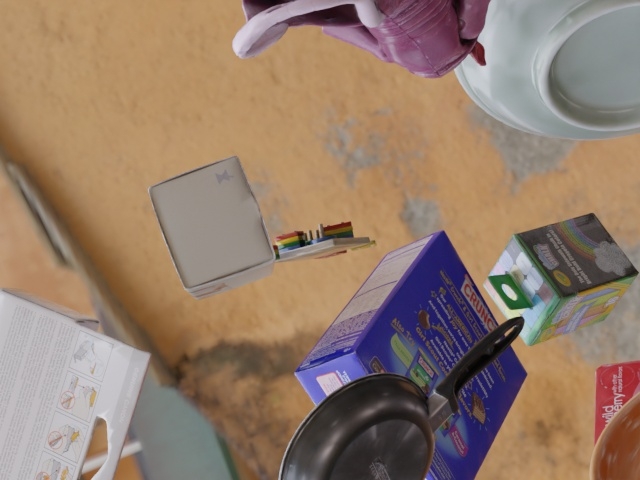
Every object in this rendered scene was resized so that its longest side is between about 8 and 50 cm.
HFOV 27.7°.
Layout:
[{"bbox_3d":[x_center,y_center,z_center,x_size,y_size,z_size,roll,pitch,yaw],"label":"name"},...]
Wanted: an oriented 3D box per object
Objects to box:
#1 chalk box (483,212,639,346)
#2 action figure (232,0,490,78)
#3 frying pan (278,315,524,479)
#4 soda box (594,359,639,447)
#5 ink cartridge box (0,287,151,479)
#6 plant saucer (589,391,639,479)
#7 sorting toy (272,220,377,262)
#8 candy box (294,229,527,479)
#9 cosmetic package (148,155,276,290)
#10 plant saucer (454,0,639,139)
[{"bbox_3d":[0.347,0.064,1.980,0.132,0.213,0.132,58,147,28],"label":"chalk box"},{"bbox_3d":[0.089,-0.257,1.320,0.370,0.248,0.276,36,-139,-48],"label":"action figure"},{"bbox_3d":[0.099,0.215,1.380,0.053,0.326,0.197,35,132,48],"label":"frying pan"},{"bbox_3d":[0.296,0.221,1.164,0.263,0.092,0.083,-74,-31,-52],"label":"soda box"},{"bbox_3d":[-0.353,0.242,1.704,0.066,0.261,0.296,9,-81,-67],"label":"ink cartridge box"},{"bbox_3d":[0.301,0.162,0.973,0.037,0.200,0.200,59,-166,-23],"label":"plant saucer"},{"bbox_3d":[0.000,0.000,2.217,0.274,0.132,0.046,-3,-101,-60],"label":"sorting toy"},{"bbox_3d":[0.136,0.183,1.790,0.268,0.122,0.317,58,-141,-14],"label":"candy box"},{"bbox_3d":[-0.145,-0.009,1.789,0.296,0.129,0.153,114,136,-83],"label":"cosmetic package"},{"bbox_3d":[0.354,-0.235,1.534,0.400,0.400,0.100,54,-156,-46],"label":"plant saucer"}]
